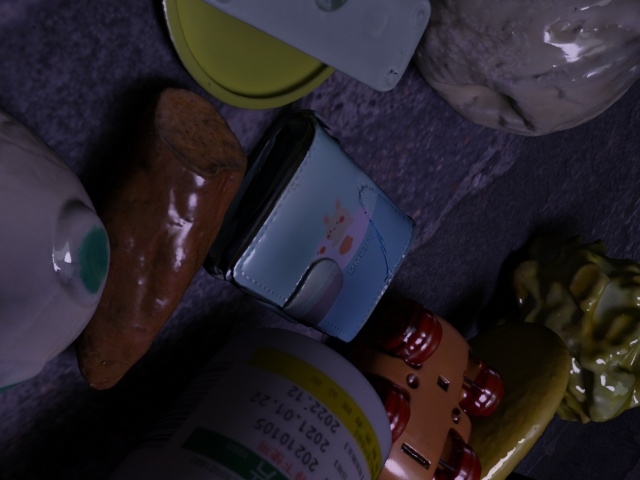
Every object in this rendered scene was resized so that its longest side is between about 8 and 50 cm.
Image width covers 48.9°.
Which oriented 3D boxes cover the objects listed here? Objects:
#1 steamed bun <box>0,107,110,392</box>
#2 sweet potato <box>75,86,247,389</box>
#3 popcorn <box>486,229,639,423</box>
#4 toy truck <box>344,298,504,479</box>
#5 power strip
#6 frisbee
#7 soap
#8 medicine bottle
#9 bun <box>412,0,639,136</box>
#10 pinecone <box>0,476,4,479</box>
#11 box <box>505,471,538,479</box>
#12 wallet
[{"bbox_3d":[-0.219,0.009,0.412,0.177,0.130,0.228,-52,143,-11],"label":"steamed bun"},{"bbox_3d":[-0.135,0.008,0.544,0.097,0.097,0.252,11,107,-53],"label":"sweet potato"},{"bbox_3d":[0.443,0.144,1.172,0.312,0.312,0.312,-30,138,-32],"label":"popcorn"},{"bbox_3d":[0.081,0.222,0.916,0.189,0.239,0.265,41,55,-20],"label":"toy truck"},{"bbox_3d":[-0.038,-0.196,0.494,0.385,0.062,0.091,11,109,-52],"label":"power strip"},{"bbox_3d":[-0.030,-0.217,0.557,0.236,0.017,0.236,-31,138,-32],"label":"frisbee"},{"bbox_3d":[0.190,0.284,1.034,0.427,0.115,0.306,-45,-174,-8],"label":"soap"},{"bbox_3d":[-0.091,0.255,0.610,0.340,0.208,0.208,-50,151,-47],"label":"medicine bottle"},{"bbox_3d":[0.255,-0.266,0.692,0.359,0.211,0.360,-29,136,-33],"label":"bun"},{"bbox_3d":[-0.271,0.204,0.393,0.243,0.243,0.258,-4,80,-49],"label":"pinecone"},{"bbox_3d":[0.129,0.442,1.026,0.359,0.091,0.350,-27,180,-22],"label":"box"},{"bbox_3d":[0.000,0.000,0.717,0.176,0.075,0.250,-58,145,-4],"label":"wallet"}]
